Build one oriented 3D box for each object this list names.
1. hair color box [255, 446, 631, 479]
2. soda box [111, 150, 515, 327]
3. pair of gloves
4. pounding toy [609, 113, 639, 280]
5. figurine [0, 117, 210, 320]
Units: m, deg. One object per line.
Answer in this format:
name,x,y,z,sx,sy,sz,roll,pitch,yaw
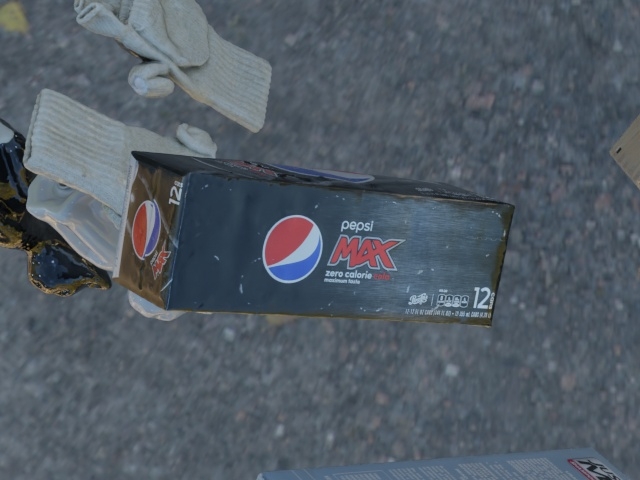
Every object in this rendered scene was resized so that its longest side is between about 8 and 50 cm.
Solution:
hair color box,0.089,0.265,1.077,0.113,0.374,0.185,40,115,40
soda box,0.000,0.000,0.627,0.169,0.053,0.060,5,100,-35
pair of gloves,-0.126,-0.110,1.193,0.204,0.240,0.042,35,139,-30
pounding toy,0.362,-0.044,1.387,0.181,0.094,0.206,30,109,-23
figurine,-0.211,-0.005,1.297,0.215,0.092,0.209,11,149,35
